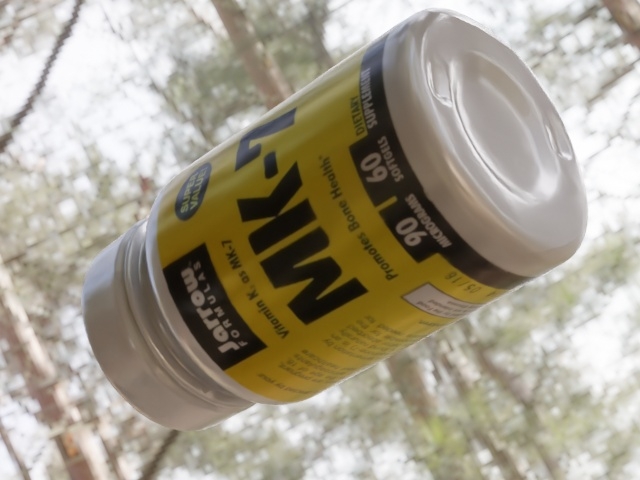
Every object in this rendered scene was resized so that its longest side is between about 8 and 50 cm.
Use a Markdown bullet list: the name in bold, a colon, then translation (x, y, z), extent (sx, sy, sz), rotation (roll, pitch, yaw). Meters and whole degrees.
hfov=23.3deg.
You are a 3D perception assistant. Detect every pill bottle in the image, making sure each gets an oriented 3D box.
- **pill bottle**: translation (0.000, 0.000, 0.675), extent (0.208, 0.119, 0.119), rotation (-32, -19, 33)
